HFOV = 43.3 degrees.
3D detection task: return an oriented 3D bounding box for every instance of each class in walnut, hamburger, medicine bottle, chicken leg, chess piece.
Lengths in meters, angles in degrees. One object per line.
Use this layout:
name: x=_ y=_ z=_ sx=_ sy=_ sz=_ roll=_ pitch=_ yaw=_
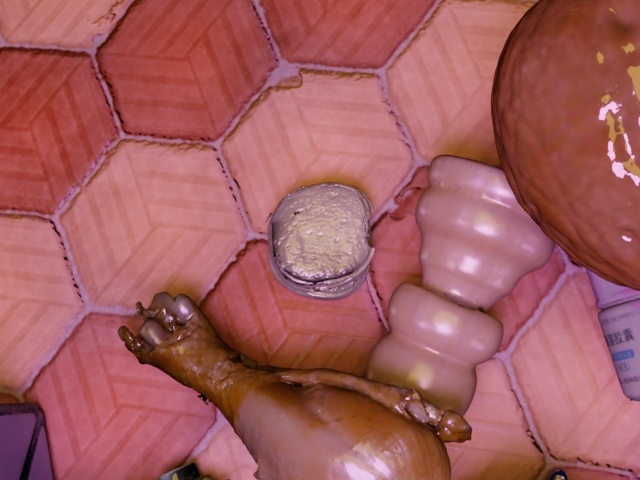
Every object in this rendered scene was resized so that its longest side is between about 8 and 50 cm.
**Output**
walnut: x=0.321 y=-0.106 z=0.734 sx=0.333 sy=0.333 sz=0.332 roll=-1 pitch=80 yaw=6
hamburger: x=0.000 y=0.000 z=0.973 sx=0.133 sy=0.062 sz=0.139 roll=8 pitch=78 yaw=6
medicine bottle: x=0.374 y=0.081 z=0.882 sx=0.135 sy=0.135 sz=0.168 roll=-14 pitch=79 yaw=3
chicken leg: x=-0.055 y=0.175 z=0.875 sx=0.429 sy=0.153 sz=0.201 roll=28 pitch=125 yaw=29
chess piece: x=0.151 y=0.070 z=0.910 sx=0.167 sy=0.167 sz=0.299 roll=22 pitch=90 yaw=9

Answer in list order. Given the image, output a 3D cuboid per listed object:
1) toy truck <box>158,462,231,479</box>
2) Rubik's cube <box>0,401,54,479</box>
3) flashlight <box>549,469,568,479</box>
toy truck: x=-0.191 y=0.323 z=0.840 sx=0.260 sy=0.135 sz=0.128 roll=-12 pitch=74 yaw=-39
Rubik's cube: x=-0.443 y=0.324 z=0.861 sx=0.260 sy=0.255 sz=0.260 roll=-18 pitch=79 yaw=3
flashlight: x=0.314 y=0.296 z=0.898 sx=0.121 sy=0.035 sz=0.057 roll=11 pitch=80 yaw=8
